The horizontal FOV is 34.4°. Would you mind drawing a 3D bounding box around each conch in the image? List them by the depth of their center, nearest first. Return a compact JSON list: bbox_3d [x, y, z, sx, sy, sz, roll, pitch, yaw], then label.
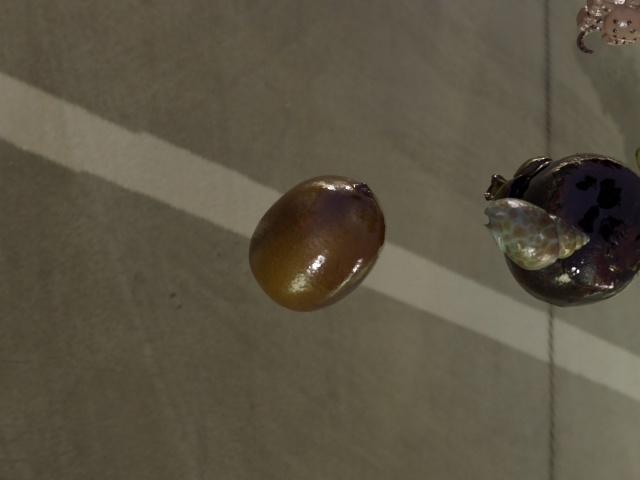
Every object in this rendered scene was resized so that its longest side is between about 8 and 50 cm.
[{"bbox_3d":[0.364,-0.011,1.785,0.173,0.106,0.116,45,35,-6],"label":"conch"}]

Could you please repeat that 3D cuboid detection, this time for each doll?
[{"bbox_3d":[0.665,-0.433,2.122,0.278,0.154,0.119,9,47,-3],"label":"doll"}]

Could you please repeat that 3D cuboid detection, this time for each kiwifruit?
[{"bbox_3d":[0.000,0.000,1.627,0.196,0.234,0.196,38,19,-16],"label":"kiwifruit"}]

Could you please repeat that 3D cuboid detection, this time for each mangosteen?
[{"bbox_3d":[0.496,-0.025,2.028,0.330,0.330,0.330,18,61,-36],"label":"mangosteen"}]

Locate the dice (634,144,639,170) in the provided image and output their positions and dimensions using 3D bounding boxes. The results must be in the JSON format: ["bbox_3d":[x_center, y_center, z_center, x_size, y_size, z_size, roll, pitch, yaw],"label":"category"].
[{"bbox_3d":[0.588,-0.113,1.547,0.169,0.166,0.169,59,3,12],"label":"dice"}]
